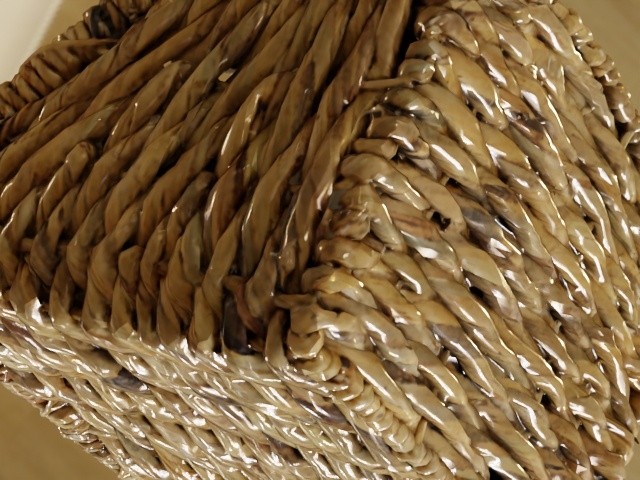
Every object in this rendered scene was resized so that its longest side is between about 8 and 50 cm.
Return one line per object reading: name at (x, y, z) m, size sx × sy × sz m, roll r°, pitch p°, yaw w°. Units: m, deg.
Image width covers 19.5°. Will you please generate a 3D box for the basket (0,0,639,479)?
basket at (0.000, 0.000, 0.790) m, size 0.223 × 0.213 × 0.299 m, roll 8°, pitch -24°, yaw 33°
